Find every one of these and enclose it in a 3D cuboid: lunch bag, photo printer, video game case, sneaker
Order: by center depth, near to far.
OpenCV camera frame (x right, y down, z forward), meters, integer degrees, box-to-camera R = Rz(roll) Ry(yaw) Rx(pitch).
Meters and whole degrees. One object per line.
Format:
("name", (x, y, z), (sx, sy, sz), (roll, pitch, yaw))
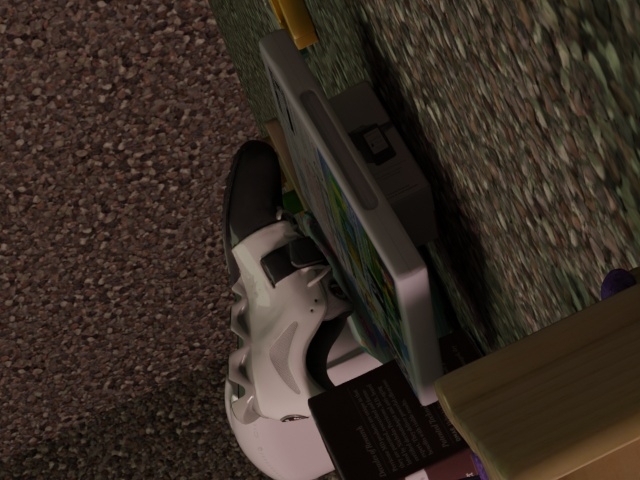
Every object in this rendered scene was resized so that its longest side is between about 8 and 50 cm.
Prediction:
("video game case", (0.038, -0.015, 1.631), (0.300, 0.036, 0.329), (61, 174, 26))
("sneaker", (-0.029, 0.044, 1.869), (0.122, 0.146, 0.330), (0, -94, -68))
("lunch bag", (0.071, 0.046, 1.984), (0.224, 0.108, 0.279), (64, 177, -6))
("photo printer", (0.020, 0.216, 2.288), (0.256, 0.307, 0.107), (71, 174, -49))

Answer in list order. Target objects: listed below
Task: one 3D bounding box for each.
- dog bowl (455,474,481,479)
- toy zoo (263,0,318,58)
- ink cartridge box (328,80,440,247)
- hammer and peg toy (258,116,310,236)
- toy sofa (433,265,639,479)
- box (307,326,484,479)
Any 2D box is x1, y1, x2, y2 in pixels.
("dog bowl", (0.160, 0.349, 1.467), (0.104, 0.265, 0.265), (-118, 4, -65))
("toy zoo", (-0.072, -0.353, 1.987), (0.192, 0.030, 0.293), (-123, 8, -65))
("ink cartridge box", (0.061, -0.074, 1.670), (0.150, 0.063, 0.109), (62, 176, 30))
("hammer and peg toy", (0.000, 0.000, 2.544), (0.266, 0.127, 0.361), (82, 163, -78))
("toy sofa", (0.196, 0.205, 0.898), (0.177, 0.150, 0.362), (-128, 13, -70))
("box", (0.121, 0.240, 1.798), (0.167, 0.203, 0.168), (-119, 5, -47))
